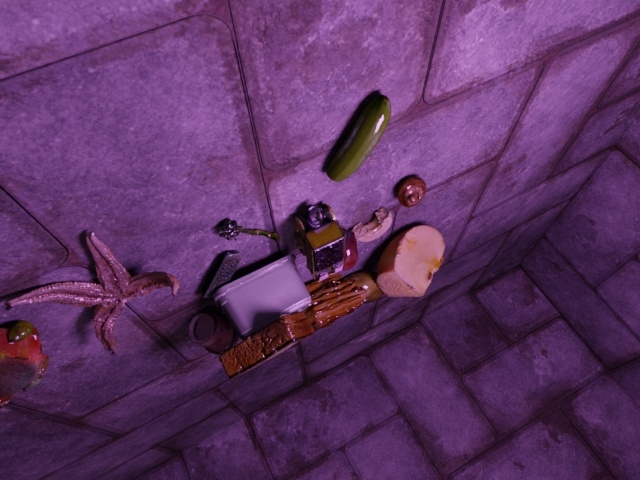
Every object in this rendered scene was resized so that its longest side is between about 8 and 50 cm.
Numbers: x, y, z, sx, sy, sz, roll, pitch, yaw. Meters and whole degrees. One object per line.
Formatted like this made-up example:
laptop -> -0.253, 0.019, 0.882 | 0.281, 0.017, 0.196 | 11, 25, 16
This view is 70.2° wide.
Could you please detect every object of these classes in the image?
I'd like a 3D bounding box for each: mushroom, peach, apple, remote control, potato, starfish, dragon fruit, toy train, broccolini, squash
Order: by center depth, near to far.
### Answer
dragon fruit -> -0.850, 0.323, 1.169 | 0.269, 0.130, 0.295 | -28, 154, -9
starfish -> -0.560, 0.158, 1.209 | 0.399, 0.132, 0.384 | -25, 149, 15
squash -> 0.106, -0.264, 1.243 | 0.082, 0.082, 0.292 | -7, 144, -41
broccolini -> -0.204, -0.015, 1.374 | 0.072, 0.057, 0.255 | 3, 173, 37
remote control -> -0.323, 0.111, 1.472 | 0.072, 0.042, 0.222 | -5, 142, -46
toy train -> 0.000, 0.000, 1.477 | 0.134, 0.177, 0.260 | -25, 152, -13
mushroom -> 0.325, -0.174, 1.634 | 0.109, 0.085, 0.126 | -51, 149, -32
peach -> 0.067, 0.028, 1.649 | 0.152, 0.152, 0.152 | -25, 153, -14
apple -> 0.397, 0.086, 1.987 | 0.308, 0.253, 0.314 | -61, 161, -26
potato -> 0.201, 0.218, 2.103 | 0.197, 0.148, 0.228 | -11, 167, 23

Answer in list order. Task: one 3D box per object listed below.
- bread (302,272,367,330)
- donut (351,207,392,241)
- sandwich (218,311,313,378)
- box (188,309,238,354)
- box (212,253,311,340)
bread -> -0.011, 0.282, 1.951 | 0.314, 0.191, 0.370 | -21, 164, -33
donut -> 0.201, -0.056, 1.724 | 0.166, 0.065, 0.108 | -37, 153, 8
sandwich -> -0.162, 0.341, 1.528 | 0.273, 0.095, 0.249 | -33, 167, 13
box -> -0.396, 0.329, 1.662 | 0.151, 0.151, 0.135 | -36, 145, 8
box -> -0.189, 0.203, 1.568 | 0.312, 0.182, 0.175 | -26, 166, -18
